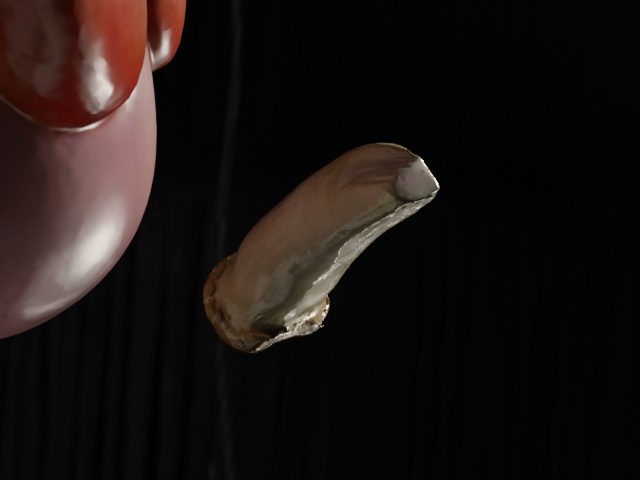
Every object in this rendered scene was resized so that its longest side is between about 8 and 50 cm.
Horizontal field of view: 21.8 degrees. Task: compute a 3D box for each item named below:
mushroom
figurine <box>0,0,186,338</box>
[{"bbox_3d":[0.000,0.000,0.945,0.084,0.071,0.209,-22,-12,-34],"label":"mushroom"},{"bbox_3d":[-0.174,-0.057,0.847,0.261,0.211,0.269,-20,11,7],"label":"figurine"}]
